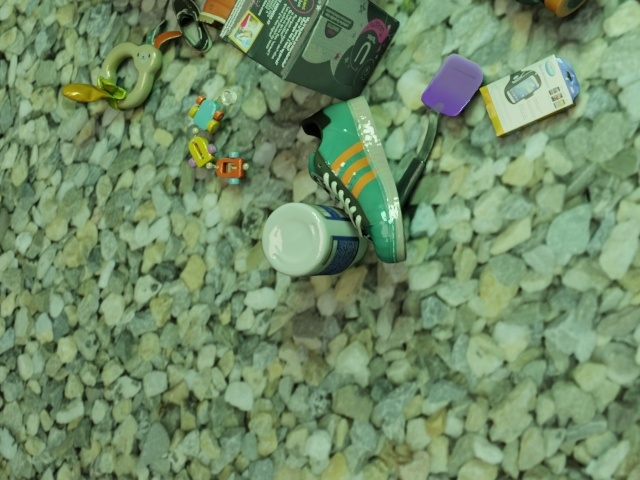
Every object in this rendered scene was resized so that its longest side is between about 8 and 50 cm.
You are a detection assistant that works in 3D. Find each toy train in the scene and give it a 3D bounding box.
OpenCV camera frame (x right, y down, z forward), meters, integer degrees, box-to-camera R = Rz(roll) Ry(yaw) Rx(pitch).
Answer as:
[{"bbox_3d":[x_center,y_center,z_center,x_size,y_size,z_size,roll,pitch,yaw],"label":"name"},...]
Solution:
[{"bbox_3d":[-0.175,-0.180,1.480,0.125,0.046,0.166,-3,91,26],"label":"toy train"}]

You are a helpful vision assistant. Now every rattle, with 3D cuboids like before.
[{"bbox_3d":[-0.365,-0.336,1.530,0.199,0.142,0.130,-36,55,28],"label":"rattle"}]

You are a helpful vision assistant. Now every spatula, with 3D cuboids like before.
[{"bbox_3d":[0.164,-0.149,1.311,0.084,0.030,0.297,35,107,38],"label":"spatula"}]

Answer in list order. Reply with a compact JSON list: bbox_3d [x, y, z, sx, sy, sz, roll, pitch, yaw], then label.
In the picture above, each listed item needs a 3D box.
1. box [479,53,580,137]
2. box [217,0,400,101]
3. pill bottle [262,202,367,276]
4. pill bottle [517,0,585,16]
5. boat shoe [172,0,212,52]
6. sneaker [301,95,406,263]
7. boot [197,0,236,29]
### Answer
[{"bbox_3d":[0.315,-0.217,1.240,0.136,0.028,0.081,-22,79,23],"label":"box"},{"bbox_3d":[-0.008,-0.326,1.282,0.142,0.247,0.163,36,105,21],"label":"box"},{"bbox_3d":[0.000,0.000,1.306,0.112,0.186,0.112,-1,88,27],"label":"pill bottle"},{"bbox_3d":[0.289,-0.432,1.199,0.130,0.130,0.246,-48,70,18],"label":"pill bottle"},{"bbox_3d":[-0.241,-0.399,1.519,0.046,0.038,0.125,-31,76,23],"label":"boat shoe"},{"bbox_3d":[0.050,-0.085,1.284,0.121,0.108,0.302,-16,58,2],"label":"sneaker"},{"bbox_3d":[-0.141,-0.405,1.460,0.157,0.059,0.085,24,95,26],"label":"boot"}]
